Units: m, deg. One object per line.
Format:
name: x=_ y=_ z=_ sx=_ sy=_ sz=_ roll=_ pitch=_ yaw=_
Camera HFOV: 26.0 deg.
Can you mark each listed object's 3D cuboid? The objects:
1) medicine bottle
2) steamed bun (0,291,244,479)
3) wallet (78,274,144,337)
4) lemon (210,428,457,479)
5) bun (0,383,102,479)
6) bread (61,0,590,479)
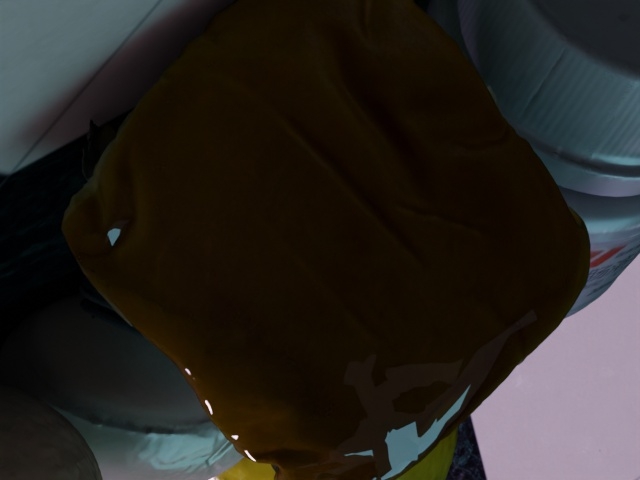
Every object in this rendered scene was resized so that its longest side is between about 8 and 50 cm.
medicine bottle: x=0.164 y=-0.101 z=1.010 sx=0.245 sy=0.245 sz=0.306 roll=-33 pitch=162 yaw=-31
steamed bun: x=-0.155 y=0.130 z=1.130 sx=0.228 sy=0.177 sz=0.131 roll=1 pitch=131 yaw=-32
wallet: x=-0.012 y=0.036 z=1.136 sx=0.290 sy=0.251 sz=0.054 roll=-28 pitch=129 yaw=-54
lemon: x=-0.057 y=0.181 z=1.477 sx=0.364 sy=0.364 sz=0.364 roll=-36 pitch=173 yaw=-5
bun: x=-0.232 y=0.252 z=0.972 sx=0.164 sy=0.299 sz=0.299 roll=24 pitch=131 yaw=-33
bread: x=0.000 y=0.000 z=0.803 sx=0.250 sy=0.279 sz=0.225 roll=-43 pitch=-167 yaw=-8
